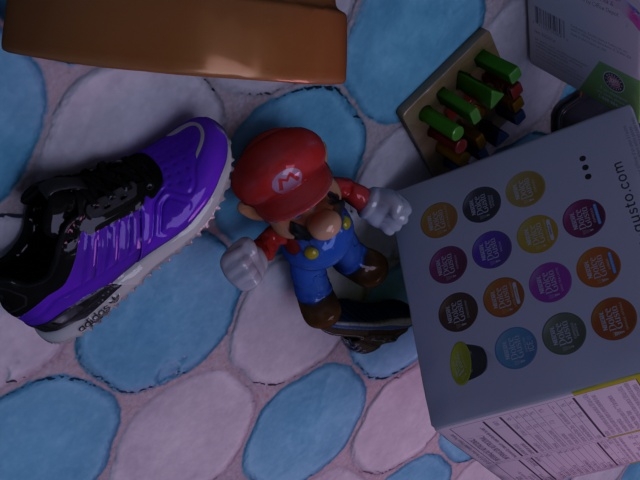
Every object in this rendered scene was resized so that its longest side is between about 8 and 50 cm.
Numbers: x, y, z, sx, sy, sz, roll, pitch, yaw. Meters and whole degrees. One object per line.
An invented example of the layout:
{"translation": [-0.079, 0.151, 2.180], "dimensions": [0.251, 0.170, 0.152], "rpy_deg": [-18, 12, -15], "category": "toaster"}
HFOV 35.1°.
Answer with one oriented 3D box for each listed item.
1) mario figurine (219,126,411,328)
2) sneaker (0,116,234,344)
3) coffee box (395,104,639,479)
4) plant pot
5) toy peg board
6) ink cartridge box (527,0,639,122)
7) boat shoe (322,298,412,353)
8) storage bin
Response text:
{"translation": [0.000, 0.000, 1.185], "dimensions": [0.320, 0.170, 0.198], "rpy_deg": [61, 39, -55], "category": "mario figurine"}
{"translation": [-0.218, -0.030, 1.026], "dimensions": [0.293, 0.102, 0.146], "rpy_deg": [-47, 138, -4], "category": "sneaker"}
{"translation": [0.323, 0.096, 1.324], "dimensions": [0.334, 0.338, 0.338], "rpy_deg": [-20, 148, 20], "category": "coffee box"}
{"translation": [-0.111, -0.247, 0.851], "dimensions": [0.291, 0.291, 0.203], "rpy_deg": [-3, 105, -41], "category": "plant pot"}
{"translation": [0.205, -0.160, 1.327], "dimensions": [0.161, 0.079, 0.161], "rpy_deg": [-44, 139, -6], "category": "toy peg board"}
{"translation": [0.356, -0.346, 1.224], "dimensions": [0.119, 0.207, 0.353], "rpy_deg": [-32, 136, -17], "category": "ink cartridge box"}
{"translation": [0.063, 0.125, 1.419], "dimensions": [0.183, 0.066, 0.066], "rpy_deg": [4, 118, -43], "category": "boat shoe"}
{"translation": [0.423, -0.182, 1.495], "dimensions": [0.135, 0.091, 0.098], "rpy_deg": [-32, 136, -21], "category": "storage bin"}
